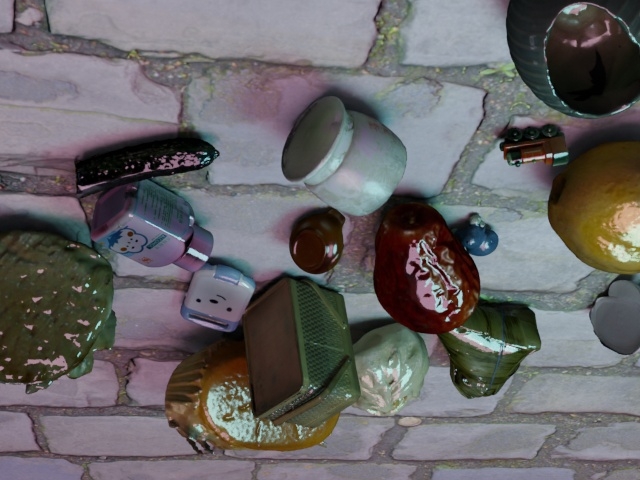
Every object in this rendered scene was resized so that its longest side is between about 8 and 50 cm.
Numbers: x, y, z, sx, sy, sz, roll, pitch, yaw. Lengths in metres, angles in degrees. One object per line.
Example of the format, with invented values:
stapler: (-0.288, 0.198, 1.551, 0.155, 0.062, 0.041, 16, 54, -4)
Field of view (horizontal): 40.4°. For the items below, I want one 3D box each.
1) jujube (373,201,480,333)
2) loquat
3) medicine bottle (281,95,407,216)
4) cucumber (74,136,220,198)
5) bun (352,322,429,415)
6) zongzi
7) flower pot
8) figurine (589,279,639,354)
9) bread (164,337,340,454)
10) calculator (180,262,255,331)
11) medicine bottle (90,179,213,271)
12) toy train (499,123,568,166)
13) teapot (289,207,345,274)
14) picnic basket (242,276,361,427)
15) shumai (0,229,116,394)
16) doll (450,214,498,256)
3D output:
jujube: (0.180, 0.049, 1.532, 0.190, 0.190, 0.255, -10, 127, 9)
loquat: (0.485, -0.056, 1.394, 0.238, 0.193, 0.238, 5, 124, 8)
medicine bottle: (0.033, -0.126, 1.301, 0.143, 0.147, 0.147, 29, 133, -31)
cucumber: (-0.278, -0.122, 1.357, 0.245, 0.067, 0.067, -14, 142, 11)
bun: (0.139, 0.287, 1.831, 0.231, 0.133, 0.231, -20, 141, -17)
zongzi: (0.283, 0.226, 1.811, 0.274, 0.125, 0.250, 10, 135, -13)
flower pot: (0.342, -0.266, 1.127, 0.189, 0.157, 0.243, -20, 141, 23)
figurine: (0.742, 0.157, 1.700, 0.316, 0.206, 0.284, 3, 154, -15)
bread: (-0.130, 0.329, 1.846, 0.389, 0.236, 0.183, 8, 165, -38)
calculator: (-0.199, 0.112, 1.677, 0.121, 0.039, 0.210, 20, 140, -8)
medicine bottle: (-0.275, -0.019, 1.462, 0.119, 0.094, 0.188, -30, 135, 34)
toy train: (0.335, -0.144, 1.366, 0.103, 0.064, 0.044, -7, 145, 5)
teapot: (0.000, 0.000, 1.534, 0.098, 0.078, 0.129, 38, 125, 11)
picnic basket: (-0.040, 0.216, 1.660, 0.139, 0.266, 0.165, 20, 135, -36)
shumai: (-0.533, 0.119, 1.578, 0.330, 0.291, 0.288, 15, 179, -7)
doll: (0.278, -0.001, 1.569, 0.083, 0.050, 0.076, 26, 139, -36)
